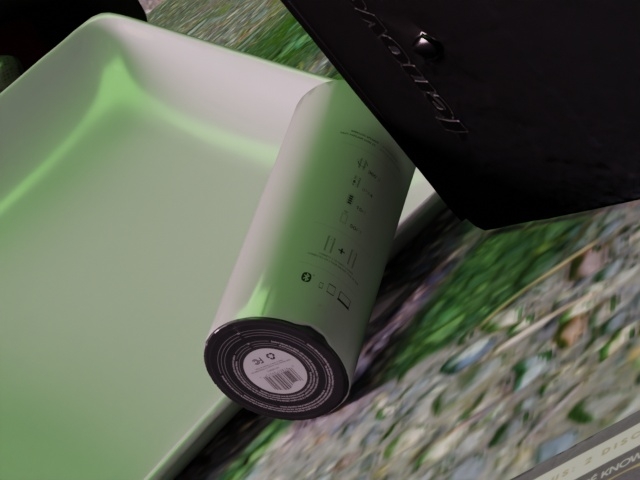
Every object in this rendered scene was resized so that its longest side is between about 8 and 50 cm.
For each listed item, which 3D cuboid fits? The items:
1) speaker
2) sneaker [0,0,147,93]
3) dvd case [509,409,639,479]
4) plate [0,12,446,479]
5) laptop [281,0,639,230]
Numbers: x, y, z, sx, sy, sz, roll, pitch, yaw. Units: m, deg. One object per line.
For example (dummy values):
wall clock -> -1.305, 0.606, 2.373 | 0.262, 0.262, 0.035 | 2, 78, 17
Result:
speaker -> 0.000, 0.000, 0.702 | 0.055, 0.055, 0.136 | -30, 29, 38
sneaker -> -0.234, -0.006, 1.044 | 0.202, 0.185, 0.483 | -29, 31, 40
dvd case -> 0.077, 0.080, 0.346 | 0.164, 0.018, 0.221 | -33, 14, 27
plate -> -0.102, 0.018, 0.814 | 0.278, 0.045, 0.277 | 20, 55, 43
laptop -> 0.099, -0.234, 0.535 | 0.408, 0.382, 0.236 | -38, 13, 10
